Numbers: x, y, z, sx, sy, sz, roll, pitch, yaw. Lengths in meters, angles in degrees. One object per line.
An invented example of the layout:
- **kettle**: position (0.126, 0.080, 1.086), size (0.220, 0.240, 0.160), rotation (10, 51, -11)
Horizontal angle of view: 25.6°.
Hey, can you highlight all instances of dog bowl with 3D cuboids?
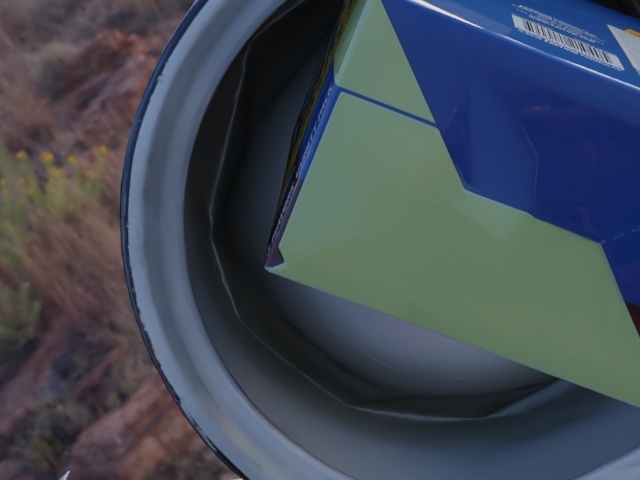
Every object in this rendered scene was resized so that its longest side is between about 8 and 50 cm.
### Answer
- **dog bowl**: position (0.089, -0.022, 0.859), size (0.408, 0.408, 0.150), rotation (-26, 14, 6)

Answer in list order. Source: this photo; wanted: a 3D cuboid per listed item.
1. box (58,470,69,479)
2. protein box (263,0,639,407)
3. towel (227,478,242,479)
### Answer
- **box**: position (-0.429, 0.446, 2.154), size (0.109, 0.042, 0.178), rotation (-43, 13, 30)
- **protein box**: position (0.094, -0.046, 0.686), size (0.201, 0.200, 0.136), rotation (-83, 14, -69)
- **towel**: position (0.022, 0.374, 1.181), size (0.321, 0.374, 0.090), rotation (-5, -12, -8)
